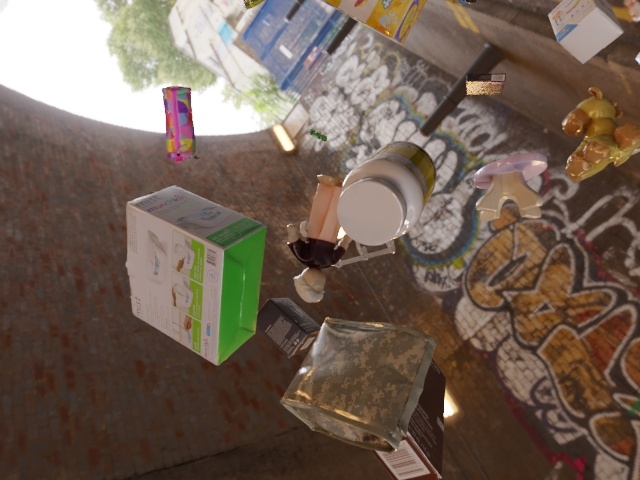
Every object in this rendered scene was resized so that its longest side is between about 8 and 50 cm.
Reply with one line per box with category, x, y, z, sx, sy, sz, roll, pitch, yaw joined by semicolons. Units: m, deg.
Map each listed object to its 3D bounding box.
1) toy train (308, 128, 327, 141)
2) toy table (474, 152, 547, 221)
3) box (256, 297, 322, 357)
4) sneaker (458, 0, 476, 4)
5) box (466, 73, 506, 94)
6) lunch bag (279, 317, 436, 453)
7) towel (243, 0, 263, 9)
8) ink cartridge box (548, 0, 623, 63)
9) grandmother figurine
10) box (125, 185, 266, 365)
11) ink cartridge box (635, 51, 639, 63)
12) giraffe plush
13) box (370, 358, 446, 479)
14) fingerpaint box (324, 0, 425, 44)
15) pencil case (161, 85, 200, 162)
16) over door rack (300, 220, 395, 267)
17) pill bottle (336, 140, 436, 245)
toy train;-0.009;-0.400;1.745;0.083;0.017;0.023;17;-109;-30
toy table;0.628;-0.166;1.523;0.252;0.160;0.274;4;168;-9
box;-0.094;0.253;1.355;0.158;0.093;0.156;39;-174;17
sneaker;0.469;-0.764;1.315;0.067;0.188;0.078;22;-168;-48
box;0.535;-0.506;1.486;0.116;0.029;0.162;6;-174;18
lunch bag;0.098;0.305;0.979;0.169;0.287;0.235;50;-125;-29
towel;-0.101;-0.476;0.756;0.021;0.102;0.237;55;179;4
ink cartridge box;1.059;-0.876;1.839;0.168;0.171;0.232;26;-131;-19
grandmother figurine;0.000;0.000;1.239;0.208;0.342;0.104;12;-179;-22
box;-0.242;0.063;0.871;0.231;0.261;0.127;23;-148;23
ink cartridge box;1.173;-0.620;1.541;0.143;0.089;0.092;7;-134;-7
giraffe plush;0.646;-0.260;1.064;0.181;0.210;0.170;104;145;-70
box;0.262;0.487;1.341;0.191;0.143;0.381;54;-154;-14
fingerpaint box;0.234;-0.992;1.607;0.371;0.444;0.163;33;-157;11
pencil case;-0.449;-0.371;1.458;0.105;0.236;0.104;-2;-167;1
over door rack;0.105;-0.027;1.595;0.324;0.240;0.108;46;-148;-53
pill bottle;0.158;-0.114;1.075;0.188;0.188;0.334;41;-149;2
